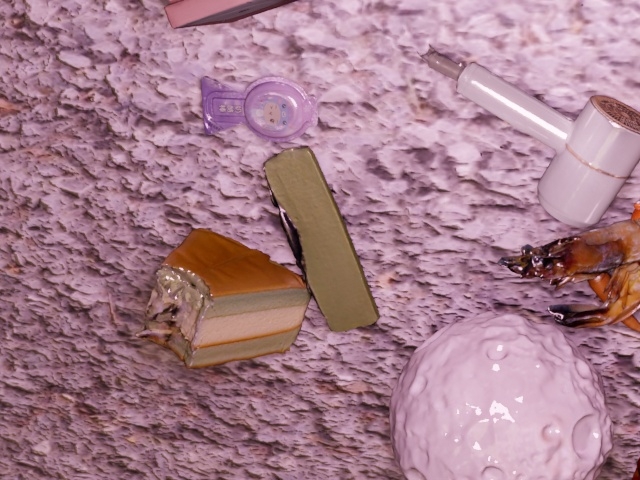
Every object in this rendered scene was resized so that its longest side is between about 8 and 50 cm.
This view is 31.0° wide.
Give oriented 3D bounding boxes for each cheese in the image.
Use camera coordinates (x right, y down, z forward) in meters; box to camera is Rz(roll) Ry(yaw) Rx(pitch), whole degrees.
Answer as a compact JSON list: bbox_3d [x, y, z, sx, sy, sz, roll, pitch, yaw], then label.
[{"bbox_3d":[-0.095,-0.204,1.794,0.191,0.042,0.105,4,112,17],"label":"cheese"}]

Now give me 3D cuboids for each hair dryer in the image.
[{"bbox_3d":[0.289,-0.179,1.679,0.357,0.107,0.173,34,117,10],"label":"hair dryer"}]

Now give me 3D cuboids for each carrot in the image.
[{"bbox_3d":[0.448,0.088,1.770,0.035,0.035,0.142,-32,107,25],"label":"carrot"}]

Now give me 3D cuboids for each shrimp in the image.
[{"bbox_3d":[0.396,0.057,1.700,0.289,0.075,0.178,-14,121,-21],"label":"shrimp"}]

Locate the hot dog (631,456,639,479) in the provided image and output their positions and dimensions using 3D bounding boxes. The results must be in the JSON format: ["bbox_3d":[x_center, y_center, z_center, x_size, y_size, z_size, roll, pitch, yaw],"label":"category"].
[{"bbox_3d":[0.603,0.421,1.783,0.223,0.185,0.405,-9,109,18],"label":"hot dog"}]

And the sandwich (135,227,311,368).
[{"bbox_3d":[-0.153,0.115,1.860,0.227,0.198,0.155,23,116,6],"label":"sandwich"}]

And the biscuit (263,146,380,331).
[{"bbox_3d":[0.000,0.000,1.857,0.099,0.038,0.322,-18,106,18],"label":"biscuit"}]

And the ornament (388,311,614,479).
[{"bbox_3d":[0.259,0.267,1.734,0.337,0.337,0.337,6,114,14],"label":"ornament"}]

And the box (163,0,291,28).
[{"bbox_3d":[-0.087,-0.373,1.625,0.215,0.215,0.086,-14,98,22],"label":"box"}]

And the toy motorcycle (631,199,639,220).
[{"bbox_3d":[0.553,-0.002,1.589,0.221,0.148,0.326,-12,103,39],"label":"toy motorcycle"}]
